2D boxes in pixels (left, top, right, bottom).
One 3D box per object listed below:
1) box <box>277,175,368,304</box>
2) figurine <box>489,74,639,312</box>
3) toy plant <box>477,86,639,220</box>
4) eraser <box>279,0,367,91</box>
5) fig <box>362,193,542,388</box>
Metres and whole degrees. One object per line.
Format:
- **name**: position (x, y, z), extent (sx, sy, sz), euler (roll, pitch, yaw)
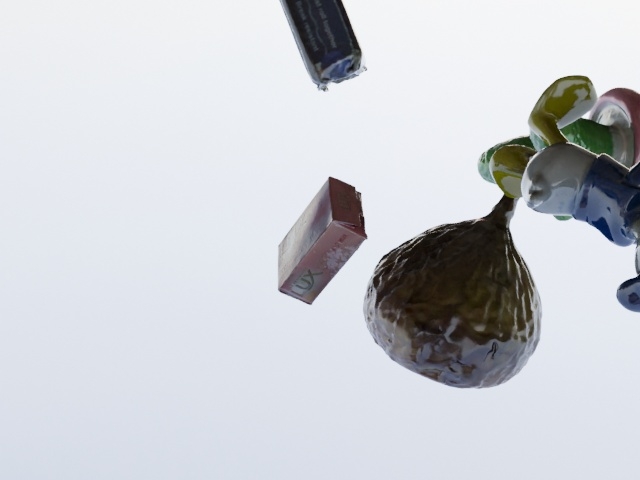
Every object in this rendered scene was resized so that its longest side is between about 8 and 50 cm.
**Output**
- **box**: position (0.000, 0.000, 1.397), extent (0.060, 0.156, 0.111), euler (27, -150, -20)
- **figurine**: position (0.384, -0.025, 1.238), extent (0.284, 0.204, 0.338), euler (1, -138, -8)
- **toy plant**: position (0.486, -0.149, 1.762), extent (0.356, 0.210, 0.317), euler (-10, 174, -10)
- **eraser**: position (-0.019, -0.418, 1.703), extent (0.102, 0.332, 0.155), euler (-20, -176, 7)
- **fig**: position (0.232, 0.037, 1.595), extent (0.286, 0.368, 0.286), euler (19, -179, 0)
